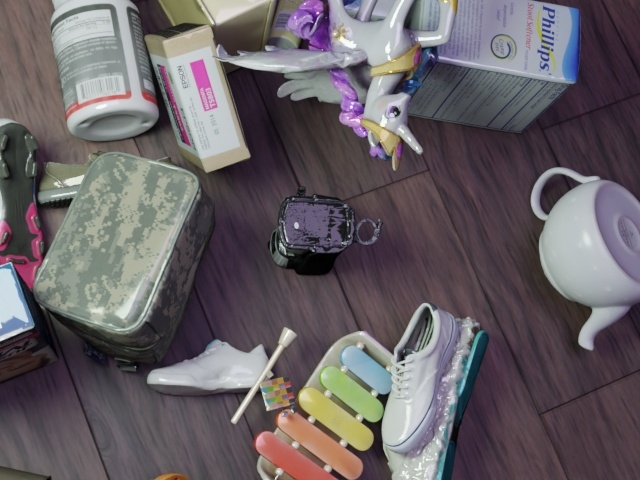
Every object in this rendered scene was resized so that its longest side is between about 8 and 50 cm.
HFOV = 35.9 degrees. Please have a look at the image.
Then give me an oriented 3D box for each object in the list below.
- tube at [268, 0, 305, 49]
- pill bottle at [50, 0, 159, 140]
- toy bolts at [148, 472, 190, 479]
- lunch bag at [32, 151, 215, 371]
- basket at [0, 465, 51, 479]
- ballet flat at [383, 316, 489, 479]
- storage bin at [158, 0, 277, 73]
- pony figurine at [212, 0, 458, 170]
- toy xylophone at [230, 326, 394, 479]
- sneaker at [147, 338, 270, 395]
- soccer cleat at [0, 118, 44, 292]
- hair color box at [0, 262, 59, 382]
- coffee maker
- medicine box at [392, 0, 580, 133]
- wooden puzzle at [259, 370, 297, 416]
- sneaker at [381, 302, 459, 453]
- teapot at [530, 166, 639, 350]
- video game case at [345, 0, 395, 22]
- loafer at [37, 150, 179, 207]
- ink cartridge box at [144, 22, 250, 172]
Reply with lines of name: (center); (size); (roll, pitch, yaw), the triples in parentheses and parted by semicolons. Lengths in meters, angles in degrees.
tube: (-0.040, -0.470, 1.903); (0.070, 0.062, 0.240); (38, 59, -45)
pill bottle: (-0.388, -0.334, 1.748); (0.161, 0.161, 0.283); (-10, 77, -12)
toy bolts: (-0.237, 0.514, 1.599); (0.218, 0.158, 0.228); (50, 56, -37)
lunch bag: (-0.299, 0.045, 1.619); (0.213, 0.256, 0.305); (14, 71, 16)
basket: (-0.569, 0.422, 1.533); (0.227, 0.154, 0.204); (22, 71, 0)
ballet flat: (0.185, 0.324, 1.714); (0.147, 0.147, 0.409); (20, 70, -4)
storage bin: (-0.205, -0.454, 1.760); (0.123, 0.262, 0.260); (-29, 82, -13)
pony figurine: (0.050, -0.320, 1.601); (0.351, 0.303, 0.363); (17, 96, 29)
toy xylophone: (-0.008, 0.292, 1.669); (0.236, 0.081, 0.322); (32, 74, -20)
sneaker: (-0.193, 0.214, 1.692); (0.212, 0.080, 0.094); (1, 71, -20)
soccer cleat: (-0.547, -0.042, 1.685); (0.116, 0.143, 0.331); (1, 94, -47)
hair color box: (-0.512, 0.146, 1.506); (0.174, 0.347, 0.105); (-21, 80, -13)
coffee maker: (0.000, 0.000, 1.721); (0.171, 0.178, 0.120); (25, 75, 0)
medicine box: (0.289, -0.326, 1.810); (0.289, 0.263, 0.149); (8, 76, -8)
wooden puzzle: (-0.070, 0.252, 1.621); (0.049, 0.006, 0.083); (-13, 67, -7)
sneaker: (0.149, 0.224, 1.650); (0.091, 0.094, 0.258); (39, 62, -39)
teapot: (0.488, 0.019, 1.807); (0.252, 0.187, 0.256); (44, 45, -16)
video game case: (0.195, -0.575, 1.977); (0.300, 0.036, 0.329); (9, 75, -7)
loafer: (-0.374, -0.121, 1.731); (0.251, 0.094, 0.087); (-10, 82, -12)
ink cartridge box: (-0.215, -0.249, 1.697); (0.088, 0.193, 0.234); (-20, 108, -14)
